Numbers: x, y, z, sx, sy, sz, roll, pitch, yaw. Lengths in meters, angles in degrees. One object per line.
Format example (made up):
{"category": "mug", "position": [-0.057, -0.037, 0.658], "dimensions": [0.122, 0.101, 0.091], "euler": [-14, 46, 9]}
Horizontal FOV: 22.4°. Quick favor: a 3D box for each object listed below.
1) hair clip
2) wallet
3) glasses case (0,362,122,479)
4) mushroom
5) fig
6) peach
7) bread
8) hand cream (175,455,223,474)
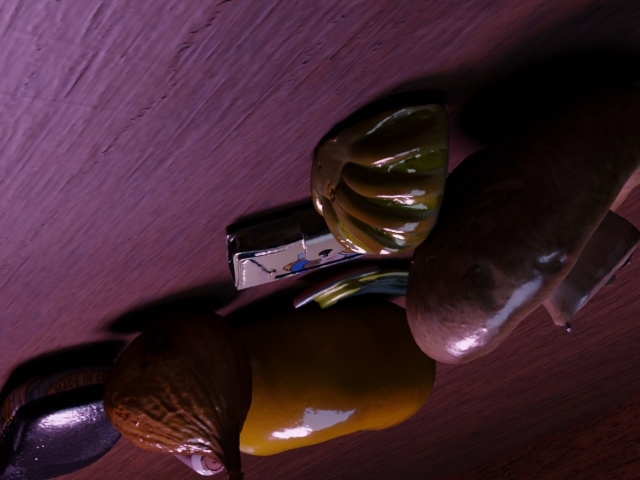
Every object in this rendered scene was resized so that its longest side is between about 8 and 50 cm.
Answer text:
{"category": "hair clip", "position": [0.058, 0.044, 1.600], "dimensions": [0.188, 0.033, 0.060], "euler": [0, 157, -42]}
{"category": "wallet", "position": [0.000, 0.000, 1.348], "dimensions": [0.155, 0.039, 0.110], "euler": [-16, 168, -6]}
{"category": "glasses case", "position": [-0.276, 0.195, 1.699], "dimensions": [0.122, 0.082, 0.321], "euler": [-12, 164, -22]}
{"category": "mushroom", "position": [0.167, -0.017, 1.221], "dimensions": [0.278, 0.146, 0.278], "euler": [-47, 171, -10]}
{"category": "fig", "position": [-0.105, 0.161, 1.508], "dimensions": [0.134, 0.201, 0.146], "euler": [0, 128, -49]}
{"category": "peach", "position": [-0.007, 0.140, 1.688], "dimensions": [0.251, 0.153, 0.251], "euler": [-6, 178, 0]}
{"category": "bread", "position": [0.045, -0.035, 1.167], "dimensions": [0.083, 0.094, 0.157], "euler": [-15, 175, -23]}
{"category": "hand cream", "position": [-0.166, 0.249, 1.975], "dimensions": [0.067, 0.043, 0.210], "euler": [16, 178, -23]}
